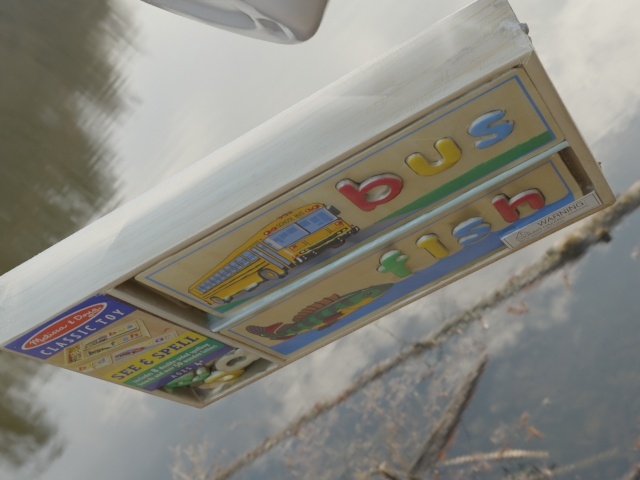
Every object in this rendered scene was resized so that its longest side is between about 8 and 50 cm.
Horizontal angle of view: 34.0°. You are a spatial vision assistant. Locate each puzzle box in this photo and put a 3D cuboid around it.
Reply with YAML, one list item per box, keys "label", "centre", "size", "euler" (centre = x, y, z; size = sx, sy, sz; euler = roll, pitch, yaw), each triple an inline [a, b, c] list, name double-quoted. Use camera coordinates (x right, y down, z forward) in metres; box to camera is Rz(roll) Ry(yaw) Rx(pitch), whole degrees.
- label: "puzzle box"
  centre: [0.000, 0.000, 0.772]
  size: [0.408, 0.272, 0.052]
  euler: [-28, 62, 16]

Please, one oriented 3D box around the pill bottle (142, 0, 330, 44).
- label: "pill bottle"
  centre: [-0.028, -0.248, 0.508]
  size: [0.152, 0.152, 0.272]
  euler: [22, 92, 64]
